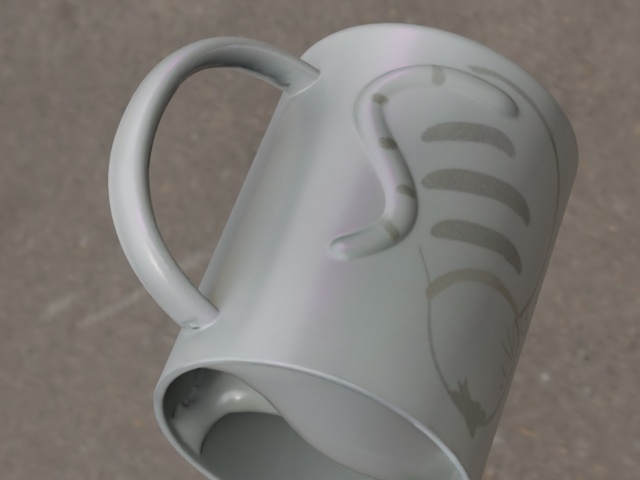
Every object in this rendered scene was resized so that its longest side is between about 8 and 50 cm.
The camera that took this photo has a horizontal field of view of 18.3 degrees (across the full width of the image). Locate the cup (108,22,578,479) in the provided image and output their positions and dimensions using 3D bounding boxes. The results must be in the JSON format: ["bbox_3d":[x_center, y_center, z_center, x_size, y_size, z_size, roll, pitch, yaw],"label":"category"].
[{"bbox_3d":[0.010,0.002,0.591,0.099,0.136,0.133,3,54,29],"label":"cup"}]
